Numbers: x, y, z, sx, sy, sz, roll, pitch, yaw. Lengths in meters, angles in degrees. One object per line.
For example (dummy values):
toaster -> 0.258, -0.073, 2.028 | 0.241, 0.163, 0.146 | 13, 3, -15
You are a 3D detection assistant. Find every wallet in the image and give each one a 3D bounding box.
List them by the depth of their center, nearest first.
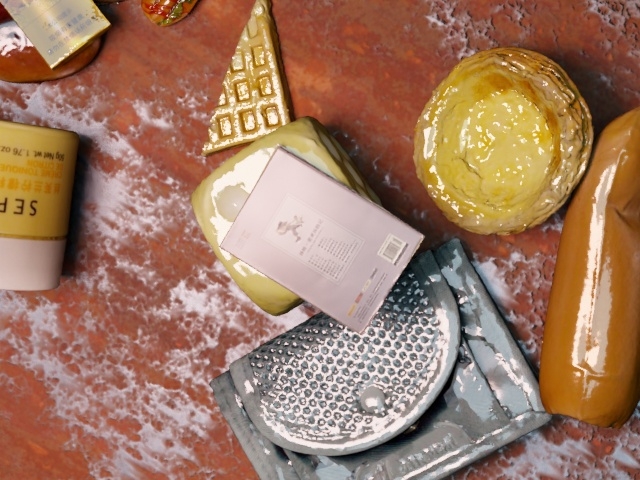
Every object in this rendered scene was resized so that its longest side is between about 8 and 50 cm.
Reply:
wallet -> 0.065, 0.178, 1.581 | 0.342, 0.075, 0.237 | -30, 85, 10

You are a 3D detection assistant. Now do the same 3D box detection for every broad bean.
broad bean -> -0.339, -0.240, 1.617 | 0.165, 0.084, 0.114 | -11, 115, 5

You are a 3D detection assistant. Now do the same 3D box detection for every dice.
dice -> -0.029, -0.026, 1.534 | 0.166, 0.169, 0.169 | -35, 87, 10

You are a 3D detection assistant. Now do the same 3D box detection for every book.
book -> 0.000, 0.000, 1.437 | 0.181, 0.014, 0.127 | 31, 97, 5

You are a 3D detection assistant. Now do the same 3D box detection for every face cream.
face cream -> -0.391, -0.050, 1.567 | 0.218, 0.218, 0.179 | 9, 93, 9

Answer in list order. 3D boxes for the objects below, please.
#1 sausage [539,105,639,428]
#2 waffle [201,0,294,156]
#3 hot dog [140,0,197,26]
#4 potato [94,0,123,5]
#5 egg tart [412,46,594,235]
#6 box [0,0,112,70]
sausage -> 0.315, 0.022, 1.502 | 0.116, 0.134, 0.354 | 12, 93, 51
waffle -> -0.102, -0.204, 1.611 | 0.125, 0.032, 0.191 | -13, 89, 12
hot dog -> -0.154, -0.311, 1.606 | 0.062, 0.038, 0.144 | 39, 98, 6
potato -> -0.287, -0.363, 1.607 | 0.200, 0.081, 0.164 | 38, 99, 8
egg tart -> 0.205, -0.107, 1.513 | 0.212, 0.090, 0.213 | 0, 91, 37
box -> -0.316, -0.279, 1.568 | 0.089, 0.022, 0.156 | -36, 90, -3
